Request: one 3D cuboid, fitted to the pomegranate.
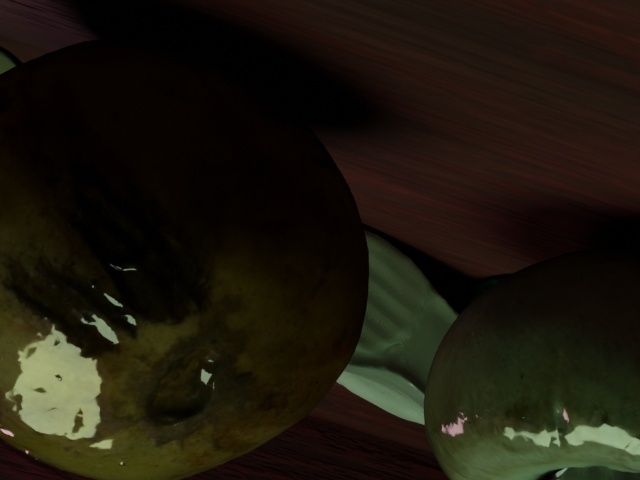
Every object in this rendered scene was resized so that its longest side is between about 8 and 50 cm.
[{"bbox_3d":[-0.128,0.016,1.000,0.322,0.322,0.322,16,168,3],"label":"pomegranate"}]

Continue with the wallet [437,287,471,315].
[{"bbox_3d":[0.131,0.083,1.587,0.309,0.042,0.165,17,167,-2],"label":"wallet"}]

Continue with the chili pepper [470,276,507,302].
[{"bbox_3d":[0.262,0.085,1.369,0.278,0.065,0.122,14,-178,22],"label":"chili pepper"}]

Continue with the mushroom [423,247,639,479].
[{"bbox_3d":[0.257,0.152,1.171,0.352,0.260,0.352,12,163,4],"label":"mushroom"}]

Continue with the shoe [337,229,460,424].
[{"bbox_3d":[0.038,0.084,1.449,0.363,0.132,0.160,36,163,-31],"label":"shoe"}]

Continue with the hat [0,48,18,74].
[{"bbox_3d":[-0.343,-0.122,1.154,0.173,0.166,0.144,-6,-146,-45],"label":"hat"}]

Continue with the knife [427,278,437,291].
[{"bbox_3d":[-0.001,0.002,1.439,0.293,0.020,0.043,24,163,-29],"label":"knife"}]
